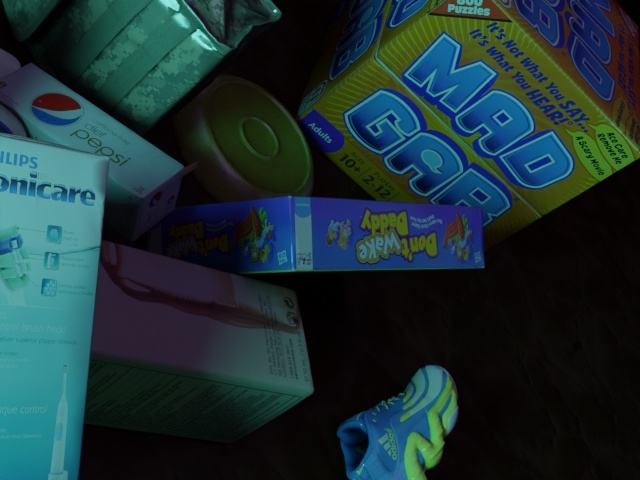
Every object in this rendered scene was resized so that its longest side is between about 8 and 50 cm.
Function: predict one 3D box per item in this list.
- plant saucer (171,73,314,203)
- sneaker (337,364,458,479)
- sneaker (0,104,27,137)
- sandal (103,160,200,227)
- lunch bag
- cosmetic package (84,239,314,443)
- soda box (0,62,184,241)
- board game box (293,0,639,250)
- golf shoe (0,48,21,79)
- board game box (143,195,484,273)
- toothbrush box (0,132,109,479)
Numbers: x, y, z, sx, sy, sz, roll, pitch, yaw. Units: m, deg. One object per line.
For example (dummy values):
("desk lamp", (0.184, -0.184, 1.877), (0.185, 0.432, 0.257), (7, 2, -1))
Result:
("plant saucer", (-0.091, -0.131, 1.438), (0.241, 0.037, 0.241), (29, 43, -32))
("sneaker", (0.095, 0.225, 1.326), (0.126, 0.091, 0.240), (40, 40, -19))
("sneaker", (-0.409, -0.075, 0.956), (0.323, 0.130, 0.236), (35, 36, -34))
("sandal", (-0.228, -0.069, 1.193), (0.079, 0.088, 0.240), (58, 41, -7))
("lunch bag", (-0.231, -0.284, 1.230), (0.287, 0.235, 0.169), (50, 36, -7))
("cosmetic package", (-0.169, 0.105, 1.073), (0.296, 0.153, 0.129), (18, 49, -42))
("soda box", (-0.252, -0.095, 1.124), (0.216, 0.069, 0.074), (34, 46, 13))
("board game box", (0.233, -0.255, 1.630), (0.356, 0.356, 0.356), (40, 39, -20))
("golf shoe", (-0.391, -0.210, 1.121), (0.186, 0.086, 0.067), (20, 47, -40))
("board game box", (0.000, 0.000, 1.265), (0.347, 0.233, 0.078), (1, 87, -48))
("toothbrush box", (-0.284, 0.072, 0.822), (0.126, 0.216, 0.295), (10, 84, -45))
